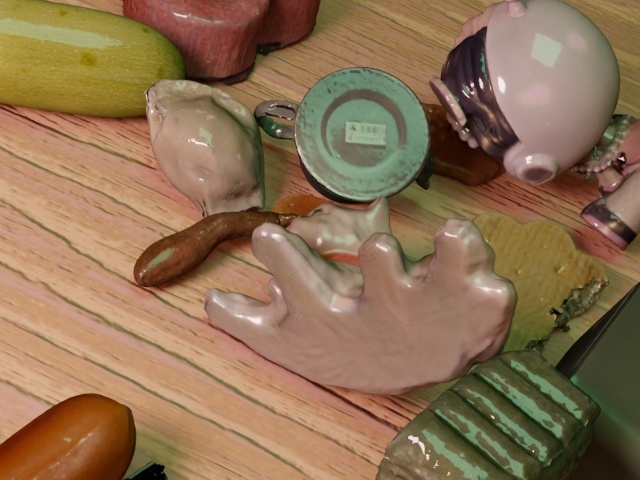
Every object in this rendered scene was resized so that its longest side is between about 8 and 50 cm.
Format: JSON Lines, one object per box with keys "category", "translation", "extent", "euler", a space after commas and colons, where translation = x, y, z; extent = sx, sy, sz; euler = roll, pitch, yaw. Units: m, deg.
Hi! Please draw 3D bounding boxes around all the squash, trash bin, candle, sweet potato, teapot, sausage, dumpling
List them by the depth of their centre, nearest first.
{"category": "sausage", "translation": [-0.263, 0.227, 0.879], "extent": [0.105, 0.105, 0.274], "euler": [38, 47, 15]}
{"category": "trash bin", "translation": [0.380, 0.240, 1.077], "extent": [0.343, 0.158, 0.223], "euler": [43, 48, 8]}
{"category": "sweet potato", "translation": [-0.120, -0.001, 1.182], "extent": [0.214, 0.050, 0.050], "euler": [-26, 62, -33]}
{"category": "dumpling", "translation": [-0.127, -0.107, 1.249], "extent": [0.136, 0.118, 0.199], "euler": [-20, 86, -42]}
{"category": "squash", "translation": [-0.279, -0.217, 1.273], "extent": [0.247, 0.132, 0.132], "euler": [4, 47, -17]}
{"category": "teapot", "translation": [0.031, -0.118, 1.300], "extent": [0.239, 0.149, 0.162], "euler": [18, 80, -4]}
{"category": "candle", "translation": [-0.151, -0.373, 1.476], "extent": [0.287, 0.131, 0.317], "euler": [39, 46, 20]}

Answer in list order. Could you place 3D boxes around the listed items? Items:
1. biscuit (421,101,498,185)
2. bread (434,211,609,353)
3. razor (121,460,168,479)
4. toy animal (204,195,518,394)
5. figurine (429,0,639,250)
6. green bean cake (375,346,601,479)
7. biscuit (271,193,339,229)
{"category": "biscuit", "translation": [0.126, -0.148, 1.439], "extent": [0.236, 0.040, 0.144], "euler": [13, 40, -13]}
{"category": "bread", "translation": [0.232, 0.047, 1.289], "extent": [0.182, 0.039, 0.251], "euler": [42, 48, 19]}
{"category": "razor", "translation": [-0.067, 0.283, 0.951], "extent": [0.253, 0.042, 0.082], "euler": [30, 4, 6]}
{"category": "toy animal", "translation": [0.074, 0.030, 1.066], "extent": [0.266, 0.308, 0.188], "euler": [43, 42, 10]}
{"category": "figurine", "translation": [0.329, -0.182, 1.403], "extent": [0.361, 0.211, 0.253], "euler": [32, 31, -9]}
{"category": "green bean cake", "translation": [0.133, 0.224, 0.951], "extent": [0.125, 0.227, 0.222], "euler": [39, 42, 19]}
{"category": "biscuit", "translation": [0.000, 0.001, 1.253], "extent": [0.140, 0.023, 0.118], "euler": [35, 49, 13]}
